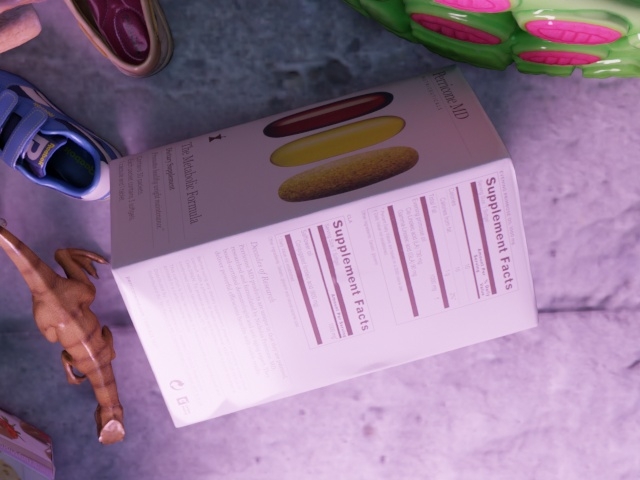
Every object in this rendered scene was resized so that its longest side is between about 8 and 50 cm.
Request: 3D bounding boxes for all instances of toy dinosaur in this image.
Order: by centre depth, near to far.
[{"bbox_3d":[-0.177,0.037,0.814,0.064,0.112,0.211,-31,108,1],"label":"toy dinosaur"}]

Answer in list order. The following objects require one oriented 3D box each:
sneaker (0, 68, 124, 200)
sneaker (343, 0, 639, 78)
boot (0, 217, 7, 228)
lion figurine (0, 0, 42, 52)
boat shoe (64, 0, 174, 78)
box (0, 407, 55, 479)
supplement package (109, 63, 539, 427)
[{"bbox_3d":[-0.198,-0.073,0.821,0.144,0.059,0.053,29,100,-7],"label":"sneaker"},{"bbox_3d":[0.213,-0.215,0.779,0.483,0.185,0.202,1,84,-7],"label":"sneaker"},{"bbox_3d":[-0.287,-0.045,0.812,0.165,0.077,0.213,21,107,-6],"label":"boot"},{"bbox_3d":[-0.346,-0.172,0.684,0.240,0.392,0.142,-36,142,-24],"label":"lion figurine"},{"bbox_3d":[-0.150,-0.185,0.800,0.063,0.059,0.170,-31,101,3],"label":"boat shoe"},{"bbox_3d":[-0.326,0.091,0.806,0.324,0.063,0.067,38,97,-24],"label":"box"},{"bbox_3d":[0.000,0.000,0.790,0.244,0.139,0.133,-16,124,0],"label":"supplement package"}]
